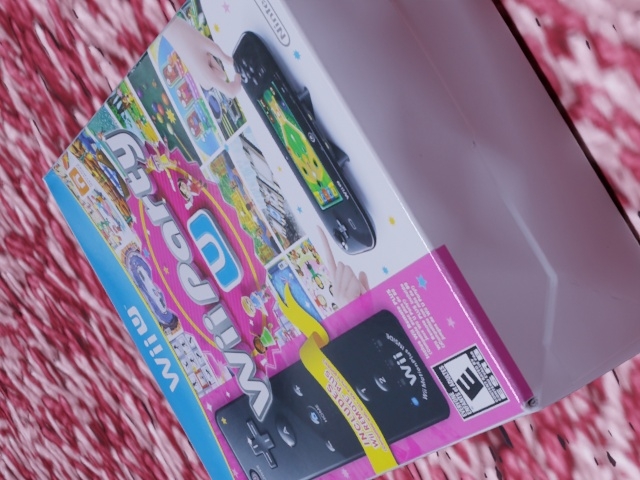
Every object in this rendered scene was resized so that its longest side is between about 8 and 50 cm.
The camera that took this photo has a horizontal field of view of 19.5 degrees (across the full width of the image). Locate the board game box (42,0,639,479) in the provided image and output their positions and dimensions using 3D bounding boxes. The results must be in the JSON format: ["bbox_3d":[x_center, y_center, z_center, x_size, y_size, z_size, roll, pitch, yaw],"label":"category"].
[{"bbox_3d":[0.000,0.000,0.871,0.224,0.097,0.303,60,152,4],"label":"board game box"}]
